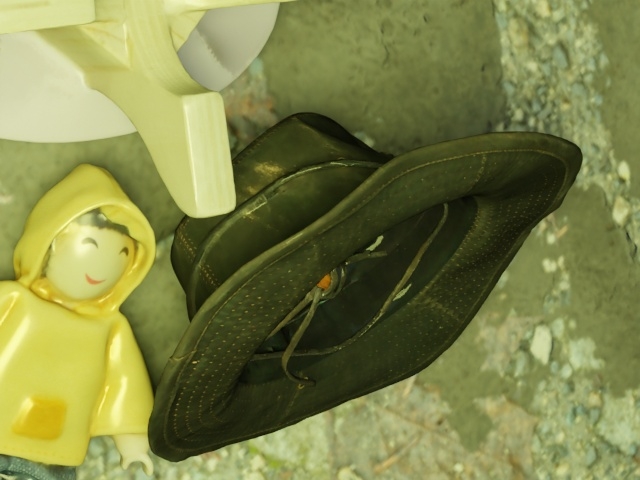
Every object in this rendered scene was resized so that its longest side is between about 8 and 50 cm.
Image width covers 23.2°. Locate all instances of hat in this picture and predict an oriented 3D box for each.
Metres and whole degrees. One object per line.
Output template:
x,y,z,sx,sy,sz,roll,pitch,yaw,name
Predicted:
0.000,0.000,1.003,0.331,0.331,0.134,-32,66,-16,hat

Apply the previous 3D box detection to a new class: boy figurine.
-0.170,0.095,0.953,0.177,0.092,0.285,25,87,-28,boy figurine

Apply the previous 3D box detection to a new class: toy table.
-0.116,-0.142,0.913,0.274,0.161,0.252,-25,107,-27,toy table
